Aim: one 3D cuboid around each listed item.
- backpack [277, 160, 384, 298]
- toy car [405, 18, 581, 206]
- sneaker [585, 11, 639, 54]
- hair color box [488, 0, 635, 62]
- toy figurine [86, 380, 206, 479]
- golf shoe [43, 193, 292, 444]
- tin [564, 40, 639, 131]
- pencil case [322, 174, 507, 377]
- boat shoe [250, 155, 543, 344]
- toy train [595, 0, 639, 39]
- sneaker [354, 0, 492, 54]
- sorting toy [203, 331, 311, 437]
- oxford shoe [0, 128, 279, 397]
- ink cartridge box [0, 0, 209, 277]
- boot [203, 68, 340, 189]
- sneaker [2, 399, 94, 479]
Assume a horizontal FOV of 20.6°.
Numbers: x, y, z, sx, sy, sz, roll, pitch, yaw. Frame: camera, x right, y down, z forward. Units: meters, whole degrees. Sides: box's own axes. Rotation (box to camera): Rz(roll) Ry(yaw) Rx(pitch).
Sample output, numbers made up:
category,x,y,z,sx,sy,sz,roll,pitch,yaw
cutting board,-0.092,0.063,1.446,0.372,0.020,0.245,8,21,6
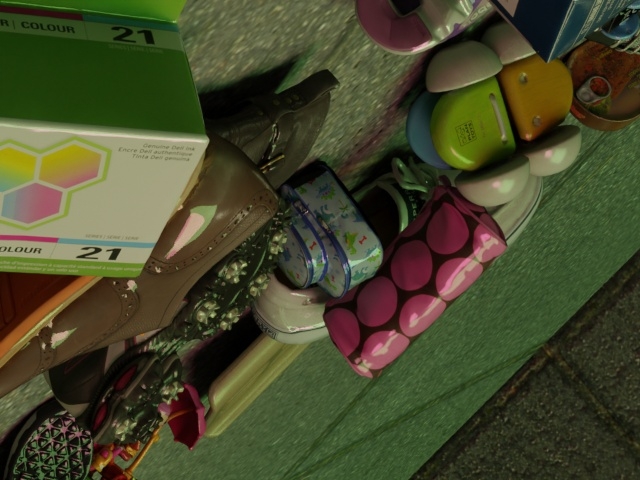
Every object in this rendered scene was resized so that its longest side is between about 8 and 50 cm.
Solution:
category,x,y,z,sx,sy,sz,roll,pitch,yaw
backpack,0.000,0.000,1.714,0.084,0.114,0.105,-34,165,-22
toy car,0.159,-0.127,1.736,0.182,0.159,0.136,-30,-162,-36
sneaker,0.367,-0.224,1.924,0.086,0.132,0.229,-49,163,29
hair color box,0.253,-0.304,1.330,0.347,0.174,0.105,-35,165,-17
toy figurine,-0.199,0.214,1.928,0.159,0.130,0.173,-51,142,-11
golf shoe,-0.138,0.050,1.551,0.273,0.120,0.105,-50,160,0
tin,0.357,-0.196,2.033,0.190,0.106,0.040,-32,164,-25
pencil case,0.089,0.038,1.760,0.209,0.098,0.095,-47,177,13
boat shoe,0.090,-0.027,1.866,0.367,0.136,0.156,-25,158,-18
toy train,0.304,-0.270,1.689,0.184,0.105,0.080,-35,161,-21
sneaker,0.133,-0.233,1.429,0.236,0.095,0.104,-36,172,2
sorting toy,-0.033,0.099,2.067,0.307,0.041,0.229,-45,172,-16
oxford shoe,-0.182,0.051,1.271,0.364,0.130,0.133,-37,133,27
ink cartridge box,-0.154,-0.095,0.961,0.189,0.097,0.255,3,142,-27
boot,-0.107,-0.027,1.431,0.263,0.091,0.229,-45,168,30
sneaker,-0.298,0.246,1.806,0.084,0.097,0.234,8,118,-25
